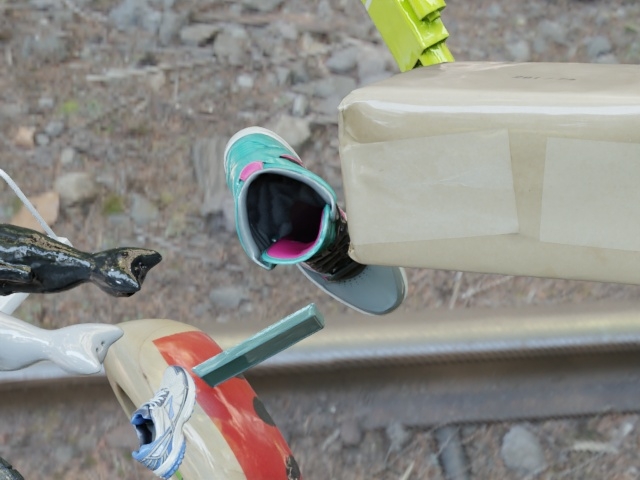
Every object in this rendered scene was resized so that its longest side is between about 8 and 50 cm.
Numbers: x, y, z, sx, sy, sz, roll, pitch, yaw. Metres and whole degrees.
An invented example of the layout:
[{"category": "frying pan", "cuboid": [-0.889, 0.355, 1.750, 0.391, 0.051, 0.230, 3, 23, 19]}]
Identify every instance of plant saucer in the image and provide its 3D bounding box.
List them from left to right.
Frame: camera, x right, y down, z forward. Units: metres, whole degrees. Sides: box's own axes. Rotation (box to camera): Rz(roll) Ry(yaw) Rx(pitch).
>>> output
[{"category": "plant saucer", "cuboid": [-0.082, 0.148, 1.713, 0.192, 0.067, 0.018, -29, 63, 1]}]

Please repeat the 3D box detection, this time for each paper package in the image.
[{"category": "paper package", "cuboid": [0.222, -0.079, 1.186, 0.325, 0.168, 0.309, 4, 15, 21]}]

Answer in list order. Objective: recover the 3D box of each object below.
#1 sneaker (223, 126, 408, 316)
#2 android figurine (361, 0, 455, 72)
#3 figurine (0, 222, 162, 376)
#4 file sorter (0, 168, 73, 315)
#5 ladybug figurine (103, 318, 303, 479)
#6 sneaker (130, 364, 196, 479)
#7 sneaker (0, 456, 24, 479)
[{"category": "sneaker", "cuboid": [0.000, 0.000, 1.453, 0.295, 0.124, 0.178, 44, 12, -15]}, {"category": "android figurine", "cuboid": [0.112, -0.332, 1.754, 0.056, 0.248, 0.272, -27, 84, -7]}, {"category": "figurine", "cuboid": [-0.311, 0.075, 1.437, 0.210, 0.092, 0.214, 4, 42, 13]}, {"category": "file sorter", "cuboid": [-0.532, 0.036, 1.735, 0.193, 0.173, 0.277, 7, 48, 44]}, {"category": "ladybug figurine", "cuboid": [-0.166, 0.291, 1.861, 0.162, 0.305, 0.449, -30, 69, -17]}, {"category": "sneaker", "cuboid": [-0.173, 0.188, 1.349, 0.058, 0.052, 0.135, 29, 43, -27]}, {"category": "sneaker", "cuboid": [-0.374, 0.394, 1.556, 0.297, 0.129, 0.111, 40, 14, 13]}]
